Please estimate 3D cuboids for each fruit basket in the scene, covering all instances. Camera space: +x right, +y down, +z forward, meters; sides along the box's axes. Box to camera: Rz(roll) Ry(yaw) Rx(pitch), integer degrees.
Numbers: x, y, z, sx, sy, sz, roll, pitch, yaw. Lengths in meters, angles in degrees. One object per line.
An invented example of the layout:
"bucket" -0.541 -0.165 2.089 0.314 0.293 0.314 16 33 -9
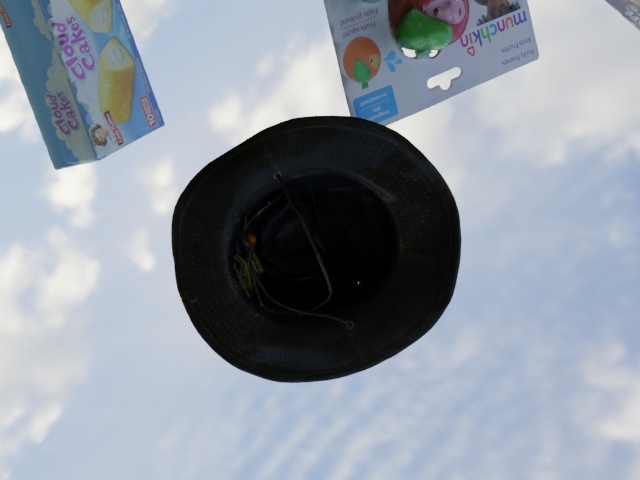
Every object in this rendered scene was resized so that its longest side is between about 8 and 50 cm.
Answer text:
"fruit basket" 0.132 -0.343 1.906 0.327 0.353 0.165 -25 -165 -32

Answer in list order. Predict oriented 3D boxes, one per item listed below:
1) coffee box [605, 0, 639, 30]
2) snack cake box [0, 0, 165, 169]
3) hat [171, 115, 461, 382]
"coffee box" 0.364 -0.334 1.771 0.098 0.246 0.141 -50 -177 -12
"snack cake box" -0.330 -0.247 2.113 0.089 0.264 0.152 -9 -162 36
"hat" 0.000 0.000 1.779 0.331 0.331 0.134 -33 -171 14
